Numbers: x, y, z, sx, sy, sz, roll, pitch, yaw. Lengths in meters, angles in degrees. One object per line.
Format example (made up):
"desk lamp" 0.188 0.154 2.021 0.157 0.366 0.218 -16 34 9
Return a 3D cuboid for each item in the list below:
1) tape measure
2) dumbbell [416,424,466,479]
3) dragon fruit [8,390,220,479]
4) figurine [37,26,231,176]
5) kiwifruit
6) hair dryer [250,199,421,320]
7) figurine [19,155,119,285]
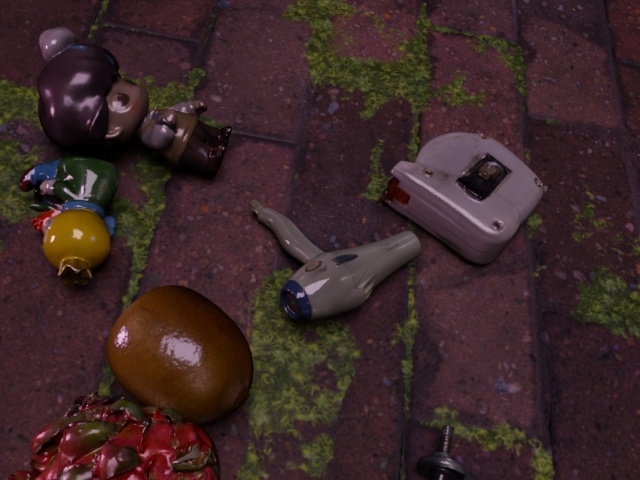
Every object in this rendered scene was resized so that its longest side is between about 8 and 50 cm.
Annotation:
"tape measure" 0.289 -0.099 1.341 0.258 0.130 0.265 36 60 15
"dumbbell" 0.178 0.407 1.037 0.081 0.081 0.254 16 57 1
"dragon fruit" -0.279 0.337 0.908 0.302 0.237 0.231 -2 44 19
"figurine" -0.354 -0.243 1.271 0.365 0.206 0.218 11 57 -3
"kiwifruit" -0.211 0.183 1.045 0.234 0.196 0.196 34 59 7
"hair dryer" 0.041 0.010 1.262 0.296 0.119 0.298 -6 47 -20
"figurine" -0.451 -0.031 1.185 0.185 0.127 0.234 1 71 5
